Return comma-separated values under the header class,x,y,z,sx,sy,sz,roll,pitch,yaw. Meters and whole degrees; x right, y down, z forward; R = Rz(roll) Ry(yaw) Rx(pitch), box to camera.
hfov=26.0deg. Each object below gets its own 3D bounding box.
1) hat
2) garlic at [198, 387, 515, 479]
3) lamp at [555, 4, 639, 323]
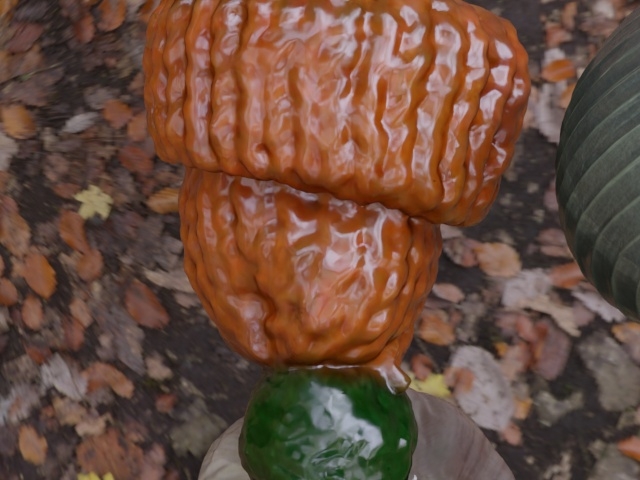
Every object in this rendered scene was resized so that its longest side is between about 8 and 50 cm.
class,x,y,z,sx,sy,sz,roll,pitch,yaw
hat,0.000,0.000,1.051,0.285,0.285,0.400,4,101,-16
garlic,0.046,0.258,1.211,0.317,0.259,0.318,4,76,-18
lamp,0.260,-0.060,0.832,0.233,0.265,0.233,4,60,-7
